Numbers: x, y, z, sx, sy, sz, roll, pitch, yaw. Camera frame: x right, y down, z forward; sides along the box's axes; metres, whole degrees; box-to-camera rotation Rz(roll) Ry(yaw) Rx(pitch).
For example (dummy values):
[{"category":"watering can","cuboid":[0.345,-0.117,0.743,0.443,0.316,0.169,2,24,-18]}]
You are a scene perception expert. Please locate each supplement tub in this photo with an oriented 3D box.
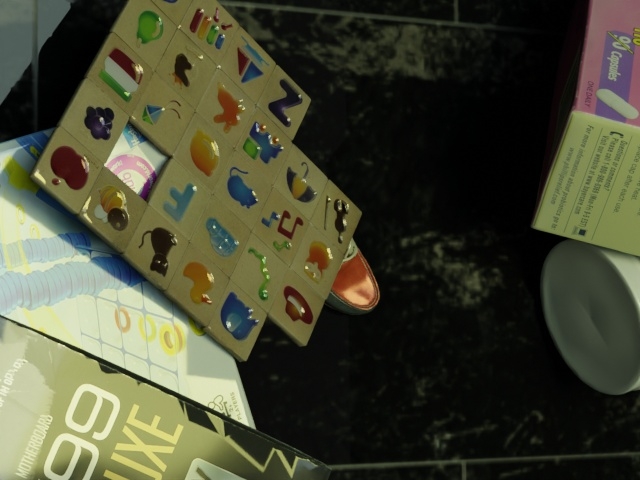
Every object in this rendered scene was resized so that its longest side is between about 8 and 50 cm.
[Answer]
[{"category":"supplement tub","cuboid":[0.283,0.029,1.293,0.200,0.144,0.144,-19,95,-26]}]

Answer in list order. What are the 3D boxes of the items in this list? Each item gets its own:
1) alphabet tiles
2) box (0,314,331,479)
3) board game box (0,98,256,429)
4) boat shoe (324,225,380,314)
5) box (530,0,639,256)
[{"category":"alphabet tiles","cuboid":[-0.065,-0.045,1.113,0.237,0.009,0.198,44,52,-30]},{"category":"box","cuboid":[-0.160,0.226,0.992,0.242,0.076,0.307,29,74,-22]},{"category":"board game box","cuboid":[-0.208,0.098,1.070,0.302,0.086,0.308,-20,95,-27]},{"category":"boat shoe","cuboid":[0.000,0.000,1.208,0.049,0.043,0.137,-45,107,-24]},{"category":"box","cuboid":[0.293,-0.089,1.223,0.243,0.117,0.213,15,46,2]}]
